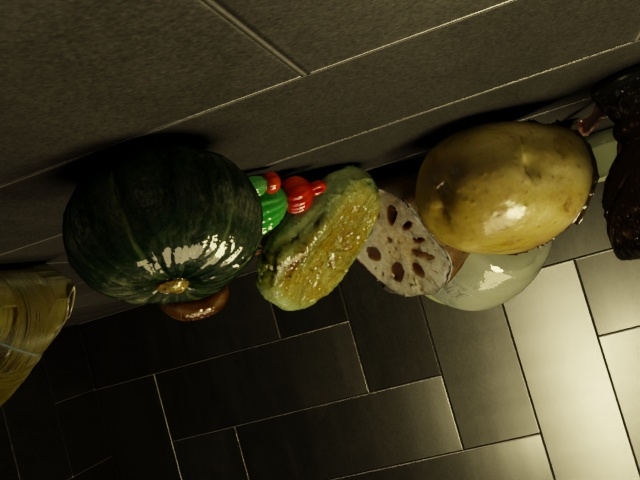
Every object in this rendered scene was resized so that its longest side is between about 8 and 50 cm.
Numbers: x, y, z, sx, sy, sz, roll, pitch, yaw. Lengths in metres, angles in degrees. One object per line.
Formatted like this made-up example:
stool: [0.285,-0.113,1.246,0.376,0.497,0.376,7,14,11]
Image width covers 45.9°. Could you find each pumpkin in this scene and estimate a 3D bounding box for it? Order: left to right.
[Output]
pumpkin: [-0.163,-0.016,0.797,0.211,0.152,0.212,-4,153,-2]

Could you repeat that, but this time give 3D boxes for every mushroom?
mushroom: [-0.223,0.099,1.333,0.126,0.085,0.109,-6,175,-10]

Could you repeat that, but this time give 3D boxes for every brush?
brush: [0.471,-0.194,1.394,0.071,0.084,0.301,-15,170,-1]

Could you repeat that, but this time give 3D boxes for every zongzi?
zongzi: [-0.563,0.183,1.237,0.300,0.138,0.286,-60,161,13]

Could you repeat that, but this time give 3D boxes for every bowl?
bowl: [0.683,-0.203,1.795,0.211,0.112,0.211,-17,175,-1]

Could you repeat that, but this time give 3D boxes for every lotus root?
lotus root: [0.186,-0.031,1.440,0.192,0.272,0.272,-36,-174,-26]

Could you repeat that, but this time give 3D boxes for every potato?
potato: [0.263,-0.085,1.187,0.242,0.243,0.285,-13,-176,-37]

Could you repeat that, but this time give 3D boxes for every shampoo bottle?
shampoo bottle: [0.352,-0.007,1.717,0.322,0.323,0.317,-14,167,-25]

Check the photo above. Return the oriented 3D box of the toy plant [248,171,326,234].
toy plant: [-0.115,-0.044,1.077,0.240,0.088,0.154,-27,160,9]

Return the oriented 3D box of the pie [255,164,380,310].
pie: [0.000,0.000,1.256,0.277,0.078,0.277,-42,158,-22]

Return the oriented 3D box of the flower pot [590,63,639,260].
flower pot: [0.533,-0.130,1.117,0.266,0.267,0.266,-16,177,-1]

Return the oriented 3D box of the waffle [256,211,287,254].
waffle: [-0.185,-0.002,1.320,0.307,0.091,0.212,-19,175,35]

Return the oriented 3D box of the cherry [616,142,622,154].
cherry: [0.700,-0.185,1.439,0.239,0.206,0.239,-4,172,0]
